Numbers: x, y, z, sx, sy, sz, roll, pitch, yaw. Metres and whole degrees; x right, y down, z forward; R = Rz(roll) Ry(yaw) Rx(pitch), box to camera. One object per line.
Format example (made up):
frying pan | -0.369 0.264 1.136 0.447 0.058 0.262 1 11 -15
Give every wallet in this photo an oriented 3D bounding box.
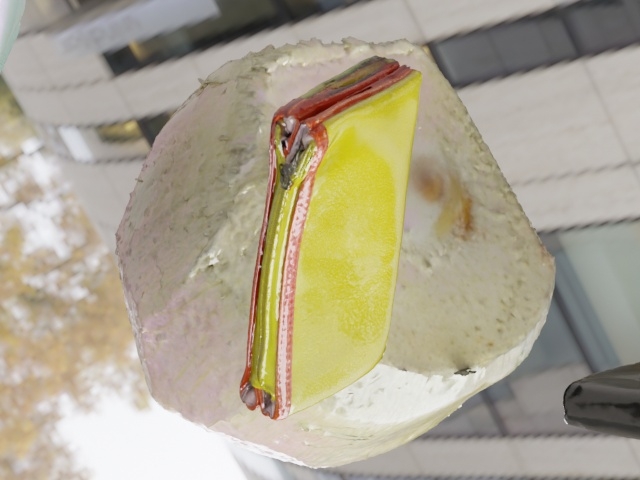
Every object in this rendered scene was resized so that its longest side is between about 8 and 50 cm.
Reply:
wallet | 0.000 0.000 1.120 0.067 0.241 0.141 24 -148 27
wallet | 0.382 0.138 1.199 0.197 0.051 0.377 -5 -171 -43

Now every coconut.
coconut | -0.004 0.026 1.519 0.404 0.405 0.404 -26 -162 9

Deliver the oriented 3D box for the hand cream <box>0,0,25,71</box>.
hand cream | -0.169 -0.157 0.806 0.049 0.205 0.078 10 -130 2
